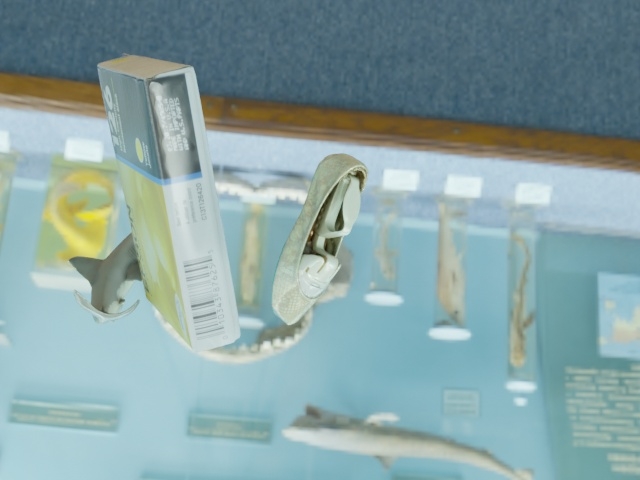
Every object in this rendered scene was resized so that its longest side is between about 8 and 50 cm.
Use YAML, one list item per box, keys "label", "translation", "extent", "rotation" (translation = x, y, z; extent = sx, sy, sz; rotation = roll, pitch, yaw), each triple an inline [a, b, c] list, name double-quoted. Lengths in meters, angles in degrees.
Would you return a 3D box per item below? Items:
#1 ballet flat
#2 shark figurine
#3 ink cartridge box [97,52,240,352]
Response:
- label: "ballet flat"
  translation: [0.000, 0.000, 0.935]
  extent: [0.057, 0.168, 0.052]
  rotation: [17, 179, -44]
- label: "shark figurine"
  translation: [-0.343, 0.064, 1.585]
  extent: [0.116, 0.278, 0.166]
  rotation: [34, 118, -12]
- label: "ink cartridge box"
  translation: [-0.192, -0.059, 1.195]
  extent: [0.072, 0.303, 0.307]
  rotation: [-17, -162, -22]
